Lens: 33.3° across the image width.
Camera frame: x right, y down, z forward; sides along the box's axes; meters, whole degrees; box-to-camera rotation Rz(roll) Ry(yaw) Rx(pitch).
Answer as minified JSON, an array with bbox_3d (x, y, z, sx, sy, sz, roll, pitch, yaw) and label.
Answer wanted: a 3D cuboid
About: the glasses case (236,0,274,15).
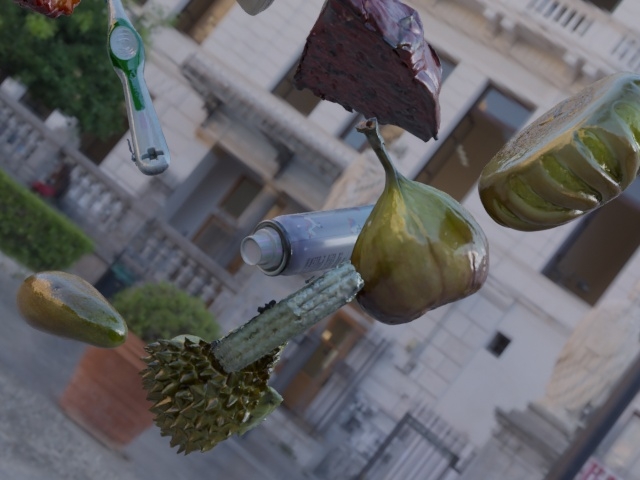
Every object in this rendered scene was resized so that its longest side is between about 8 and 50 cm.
[{"bbox_3d":[-0.104,-0.448,1.824,0.083,0.050,0.196,55,-19,-1],"label":"glasses case"}]

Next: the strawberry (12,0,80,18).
[{"bbox_3d":[-0.318,-0.321,1.087,0.111,0.190,0.236,7,18,10],"label":"strawberry"}]

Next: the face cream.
[{"bbox_3d":[0.000,0.000,1.318,0.229,0.075,0.075,-9,34,-45],"label":"face cream"}]

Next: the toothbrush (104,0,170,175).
[{"bbox_3d":[-0.212,-0.205,1.173,0.418,0.042,0.040,-112,-169,-47],"label":"toothbrush"}]

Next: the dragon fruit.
[{"bbox_3d":[0.121,-0.348,1.724,0.286,0.228,0.329,27,-20,6],"label":"dragon fruit"}]

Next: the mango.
[{"bbox_3d":[-0.389,0.109,1.666,0.227,0.099,0.136,21,2,40],"label":"mango"}]

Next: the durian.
[{"bbox_3d":[-0.151,0.203,1.517,0.306,0.166,0.172,-31,-105,45],"label":"durian"}]

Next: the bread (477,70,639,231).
[{"bbox_3d":[0.261,-0.082,1.097,0.105,0.213,0.213,54,-8,-5],"label":"bread"}]

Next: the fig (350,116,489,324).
[{"bbox_3d":[0.101,-0.012,1.170,0.143,0.160,0.231,-112,-173,-46],"label":"fig"}]

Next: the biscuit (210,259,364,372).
[{"bbox_3d":[-0.039,0.083,1.140,0.046,0.147,0.250,57,-14,3],"label":"biscuit"}]
